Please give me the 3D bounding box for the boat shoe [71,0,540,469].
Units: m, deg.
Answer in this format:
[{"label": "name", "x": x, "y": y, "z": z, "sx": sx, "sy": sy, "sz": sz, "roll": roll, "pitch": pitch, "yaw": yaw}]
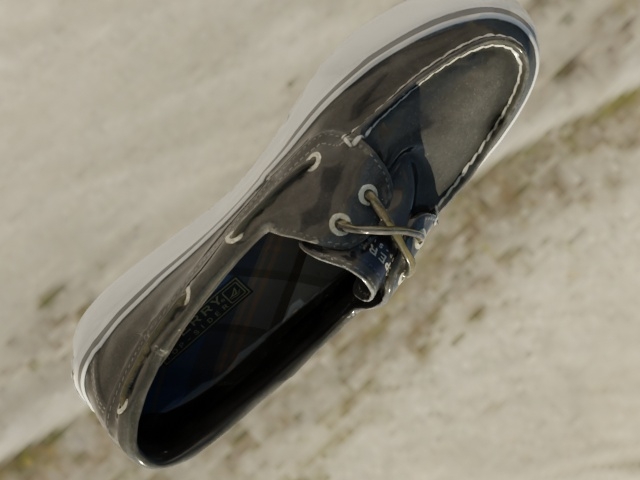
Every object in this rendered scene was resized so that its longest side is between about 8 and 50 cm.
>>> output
[{"label": "boat shoe", "x": 0.000, "y": 0.000, "z": 0.722, "sx": 0.228, "sy": 0.080, "sz": 0.076, "roll": -39, "pitch": -143, "yaw": 5}]
